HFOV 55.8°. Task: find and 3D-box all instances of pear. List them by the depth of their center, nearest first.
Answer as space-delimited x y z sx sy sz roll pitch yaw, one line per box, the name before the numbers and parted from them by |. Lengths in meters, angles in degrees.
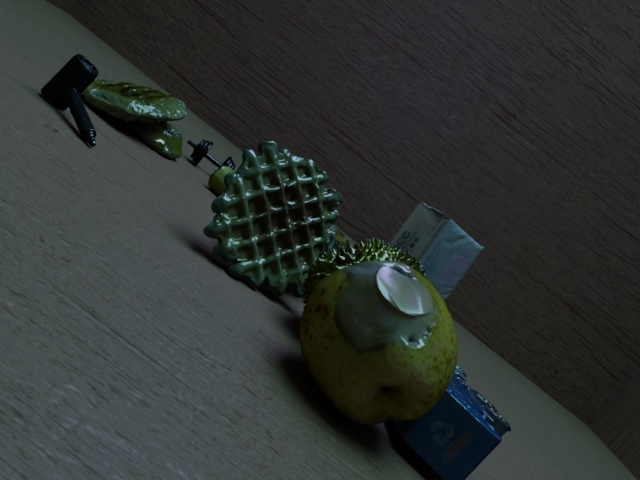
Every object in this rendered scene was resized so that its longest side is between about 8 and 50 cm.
pear | 0.095 0.167 0.988 0.271 0.271 0.271 38 7 -5

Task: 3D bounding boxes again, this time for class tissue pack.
tissue pack | 0.401 0.097 2.377 0.332 0.405 0.205 33 6 -42

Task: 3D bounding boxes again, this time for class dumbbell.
dumbbell | -0.368 -0.274 2.068 0.208 0.099 0.099 38 7 -16

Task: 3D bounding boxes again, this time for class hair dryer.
hair dryer | -0.540 -0.308 1.377 0.255 0.128 0.070 55 13 29

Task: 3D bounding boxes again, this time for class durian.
durian | 0.087 0.121 1.240 0.291 0.291 0.224 24 59 -64

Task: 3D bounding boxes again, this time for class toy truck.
toy truck | 0.220 0.307 1.140 0.175 0.146 0.367 41 4 -11

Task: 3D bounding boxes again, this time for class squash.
squash | -0.243 -0.123 1.861 0.224 0.094 0.094 47 8 11

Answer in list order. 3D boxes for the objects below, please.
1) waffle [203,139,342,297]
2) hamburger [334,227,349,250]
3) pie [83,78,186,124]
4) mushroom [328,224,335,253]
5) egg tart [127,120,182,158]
waffle | -0.092 -0.045 1.282 0.292 0.309 0.056 32 -16 -28
hamburger | 0.000 0.000 2.052 0.211 0.132 0.309 35 8 -29
pie | -0.544 -0.409 1.775 0.306 0.071 0.306 13 21 -5
mushroom | -0.094 -0.020 1.447 0.243 0.243 0.243 38 7 -5
egg tart | -0.499 -0.330 1.849 0.197 0.078 0.197 34 8 -5
